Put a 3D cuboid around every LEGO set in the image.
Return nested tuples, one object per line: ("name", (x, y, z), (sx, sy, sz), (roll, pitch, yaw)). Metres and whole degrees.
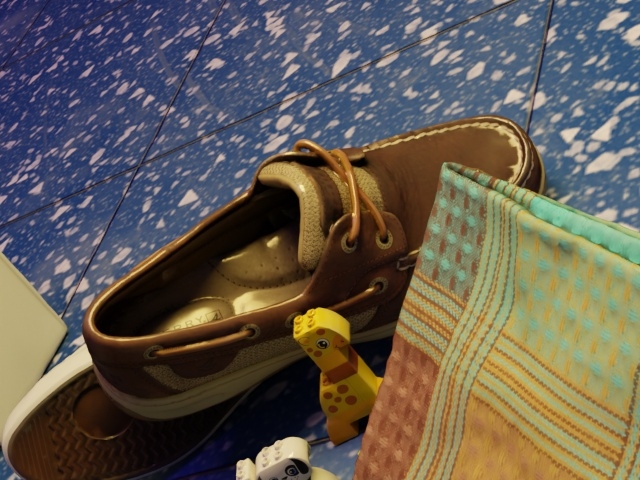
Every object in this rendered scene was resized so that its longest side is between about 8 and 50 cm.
("LEGO set", (0.036, 0.083, 0.870), (0.227, 0.093, 0.087), (-30, 28, 16))

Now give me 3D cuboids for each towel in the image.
("towel", (0.108, 0.128, 0.622), (0.370, 0.040, 0.271), (35, 111, 62))

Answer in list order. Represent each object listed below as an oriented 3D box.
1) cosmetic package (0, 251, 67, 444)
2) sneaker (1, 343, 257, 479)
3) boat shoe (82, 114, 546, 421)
("cosmetic package", (-0.496, 0.135, 1.180), (0.329, 0.327, 0.393), (-18, 32, 34))
("sneaker", (-0.106, 0.082, 1.047), (0.290, 0.106, 0.123), (-30, 24, -9))
("boat shoe", (0.000, 0.000, 0.923), (0.342, 0.123, 0.123), (-25, 63, -8))
